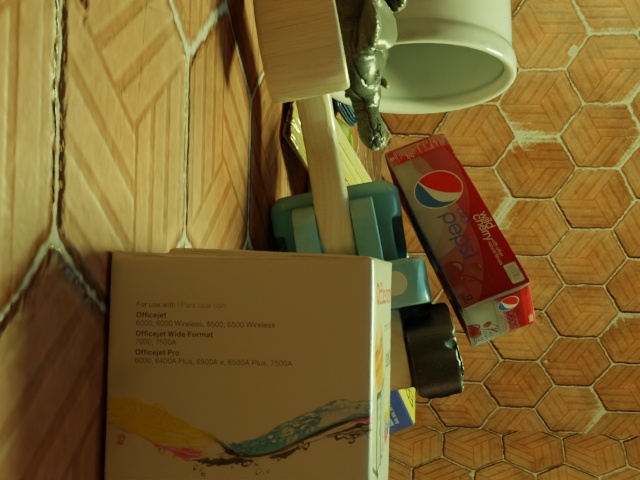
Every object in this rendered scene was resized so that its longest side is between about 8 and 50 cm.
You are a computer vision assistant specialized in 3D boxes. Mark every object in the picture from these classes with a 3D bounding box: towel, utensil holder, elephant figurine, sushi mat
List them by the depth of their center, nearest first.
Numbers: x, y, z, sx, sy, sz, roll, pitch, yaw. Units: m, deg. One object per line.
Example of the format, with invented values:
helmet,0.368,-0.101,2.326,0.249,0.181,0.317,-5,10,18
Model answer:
elephant figurine,0.044,-0.280,1.268,0.169,0.186,0.239,-50,-152,46
sushi mat,0.020,-0.110,1.335,0.316,0.019,0.151,55,34,-48
utensil holder,0.162,-0.448,1.559,0.327,0.328,0.385,60,31,-77
towel,0.052,-0.264,1.821,0.067,0.029,0.119,55,16,-13

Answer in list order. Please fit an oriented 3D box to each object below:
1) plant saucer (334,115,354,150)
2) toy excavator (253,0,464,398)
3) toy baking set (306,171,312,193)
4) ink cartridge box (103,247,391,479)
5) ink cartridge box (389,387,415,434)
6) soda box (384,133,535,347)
plant saucer,0.041,-0.120,1.788,0.241,0.037,0.240,0,90,-83
toy excavator,0.014,-0.024,1.065,0.433,0.223,0.444,48,30,-83
toy baking set,-0.001,0.000,1.492,0.197,0.030,0.256,-56,146,-78
ink cartridge box,-0.039,0.124,0.629,0.171,0.168,0.232,21,70,-82
ink cartridge box,0.083,0.155,1.487,0.307,0.072,0.303,-87,158,-49
soda box,0.165,-0.007,1.119,0.092,0.084,0.263,66,2,-51
